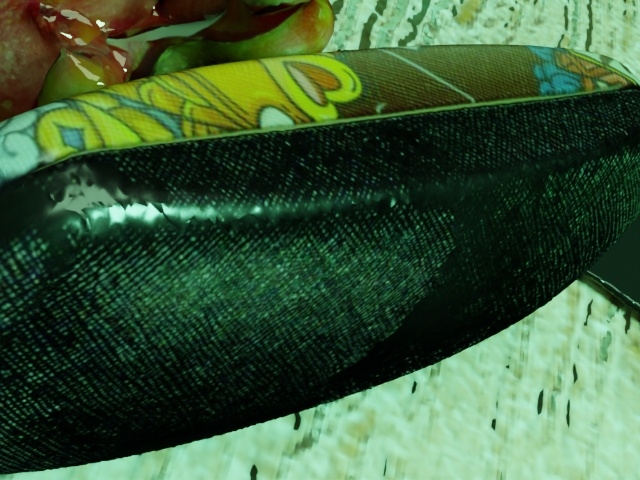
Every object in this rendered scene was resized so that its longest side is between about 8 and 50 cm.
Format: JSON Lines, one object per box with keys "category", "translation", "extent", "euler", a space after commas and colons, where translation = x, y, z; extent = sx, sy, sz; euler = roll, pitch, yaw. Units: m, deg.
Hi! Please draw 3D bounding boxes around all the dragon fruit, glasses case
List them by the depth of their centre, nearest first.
{"category": "glasses case", "translation": [0.000, 0.000, 0.484], "extent": [0.321, 0.122, 0.082], "euler": [-11, 54, -44]}
{"category": "dragon fruit", "translation": [-0.074, -0.082, 0.520], "extent": [0.133, 0.207, 0.150], "euler": [-37, 116, -39]}

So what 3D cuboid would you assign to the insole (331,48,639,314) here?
{"category": "insole", "translation": [0.146, 0.011, 0.679], "extent": [0.348, 0.009, 0.119], "euler": [30, 34, -5]}
